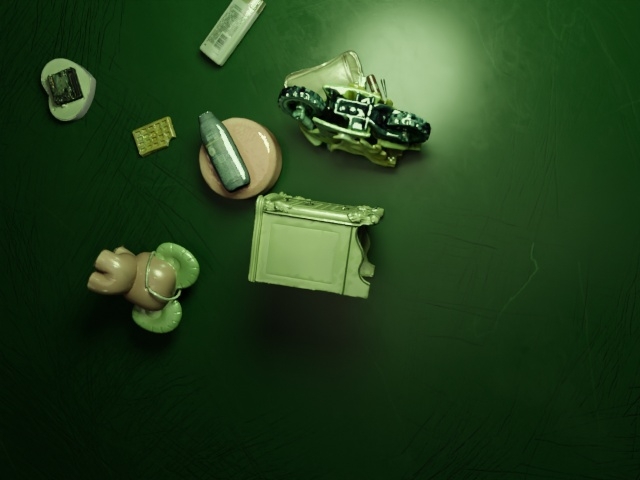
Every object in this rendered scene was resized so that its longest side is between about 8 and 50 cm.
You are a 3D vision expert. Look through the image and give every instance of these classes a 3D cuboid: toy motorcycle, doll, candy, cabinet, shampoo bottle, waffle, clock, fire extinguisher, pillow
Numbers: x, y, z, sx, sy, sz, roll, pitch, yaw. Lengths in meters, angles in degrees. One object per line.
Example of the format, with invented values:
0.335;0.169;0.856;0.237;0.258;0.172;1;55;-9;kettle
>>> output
0.090;-0.317;1.431;0.410;0.237;0.168;15;83;8;toy motorcycle
-0.527;0.131;1.602;0.269;0.216;0.284;22;96;3;doll
-0.243;-0.237;1.573;0.256;0.094;0.255;1;95;11;candy
0.000;0.000;1.446;0.318;0.290;0.227;7;98;8;cabinet
-0.262;-0.636;1.562;0.086;0.056;0.227;40;101;8;shampoo bottle
-0.522;-0.327;1.660;0.135;0.021;0.092;-17;90;13;waffle
-0.807;-0.489;1.682;0.172;0.064;0.197;-15;93;13;clock
-0.281;-0.254;1.503;0.087;0.049;0.233;-27;90;14;shampoo bottle
0.170;-0.431;1.512;0.046;0.032;0.100;-22;90;-22;fire extinguisher
0.015;-0.457;1.531;0.233;0.038;0.130;-19;94;13;pillow
